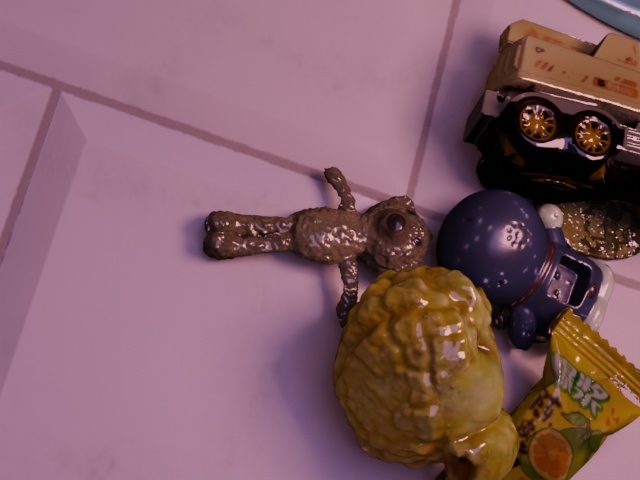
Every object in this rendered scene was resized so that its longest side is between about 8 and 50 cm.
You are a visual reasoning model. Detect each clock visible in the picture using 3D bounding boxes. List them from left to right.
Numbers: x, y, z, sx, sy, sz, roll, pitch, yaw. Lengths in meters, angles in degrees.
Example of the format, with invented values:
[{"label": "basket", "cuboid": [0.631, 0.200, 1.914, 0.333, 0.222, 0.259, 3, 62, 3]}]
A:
[{"label": "clock", "cuboid": [0.271, 0.030, 1.661, 0.243, 0.146, 0.200, 31, 74, -15]}]

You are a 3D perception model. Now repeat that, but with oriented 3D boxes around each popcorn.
[{"label": "popcorn", "cuboid": [0.119, 0.174, 1.536, 0.173, 0.225, 0.286, -28, 106, -52]}]

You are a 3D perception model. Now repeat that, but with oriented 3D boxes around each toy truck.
[{"label": "toy truck", "cuboid": [0.410, -0.159, 1.707, 0.405, 0.181, 0.254, 14, 70, -5]}]

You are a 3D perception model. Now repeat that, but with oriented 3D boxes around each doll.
[{"label": "doll", "cuboid": [0.002, -0.015, 1.627, 0.285, 0.091, 0.203, 24, 58, 1]}]

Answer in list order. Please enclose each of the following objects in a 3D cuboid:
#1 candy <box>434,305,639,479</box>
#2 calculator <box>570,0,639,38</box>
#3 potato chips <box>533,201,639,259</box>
[{"label": "candy", "cuboid": [0.299, 0.256, 1.619, 0.187, 0.081, 0.297, 39, 92, -10]}, {"label": "calculator", "cuboid": [0.509, -0.430, 1.894, 0.386, 0.054, 0.256, 21, 70, -4]}, {"label": "potato chips", "cuboid": [0.413, -0.064, 1.789, 0.219, 0.029, 0.202, 27, 70, -6]}]
